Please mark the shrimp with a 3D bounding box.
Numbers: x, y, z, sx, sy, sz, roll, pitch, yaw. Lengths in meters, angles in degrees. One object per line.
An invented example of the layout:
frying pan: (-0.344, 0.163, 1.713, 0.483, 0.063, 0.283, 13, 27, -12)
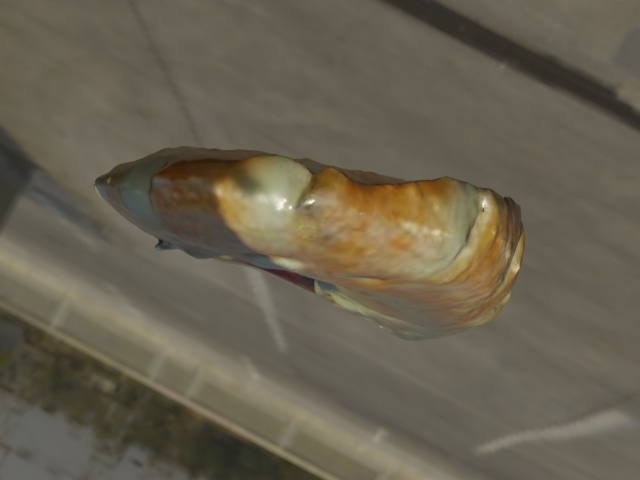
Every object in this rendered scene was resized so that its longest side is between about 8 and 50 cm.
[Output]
shrimp: (0.000, 0.000, 0.666, 0.164, 0.062, 0.317, 13, 176, 8)
